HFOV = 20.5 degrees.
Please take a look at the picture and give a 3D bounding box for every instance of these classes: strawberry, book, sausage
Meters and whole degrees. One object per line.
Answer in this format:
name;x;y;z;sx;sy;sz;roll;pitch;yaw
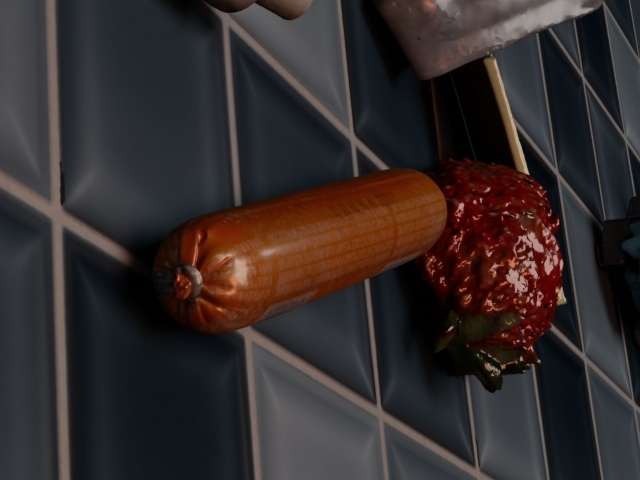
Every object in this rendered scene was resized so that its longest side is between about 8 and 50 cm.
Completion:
strawberry;0.109;0.013;1.098;0.192;0.085;0.140;-22;95;-72
book;0.126;-0.044;1.212;0.118;0.012;0.172;-138;-150;-79
sausage;0.000;0.000;0.854;0.348;0.053;0.053;-18;94;-69

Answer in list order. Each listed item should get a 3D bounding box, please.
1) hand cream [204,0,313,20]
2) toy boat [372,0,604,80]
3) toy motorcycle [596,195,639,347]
hand cream;-0.080;-0.167;0.760;0.257;0.050;0.084;36;42;-51
toy boat;0.116;-0.257;1.187;0.276;0.111;0.293;-8;91;-47
toy motorcycle;0.343;0.014;1.675;0.272;0.124;0.182;27;63;-65
